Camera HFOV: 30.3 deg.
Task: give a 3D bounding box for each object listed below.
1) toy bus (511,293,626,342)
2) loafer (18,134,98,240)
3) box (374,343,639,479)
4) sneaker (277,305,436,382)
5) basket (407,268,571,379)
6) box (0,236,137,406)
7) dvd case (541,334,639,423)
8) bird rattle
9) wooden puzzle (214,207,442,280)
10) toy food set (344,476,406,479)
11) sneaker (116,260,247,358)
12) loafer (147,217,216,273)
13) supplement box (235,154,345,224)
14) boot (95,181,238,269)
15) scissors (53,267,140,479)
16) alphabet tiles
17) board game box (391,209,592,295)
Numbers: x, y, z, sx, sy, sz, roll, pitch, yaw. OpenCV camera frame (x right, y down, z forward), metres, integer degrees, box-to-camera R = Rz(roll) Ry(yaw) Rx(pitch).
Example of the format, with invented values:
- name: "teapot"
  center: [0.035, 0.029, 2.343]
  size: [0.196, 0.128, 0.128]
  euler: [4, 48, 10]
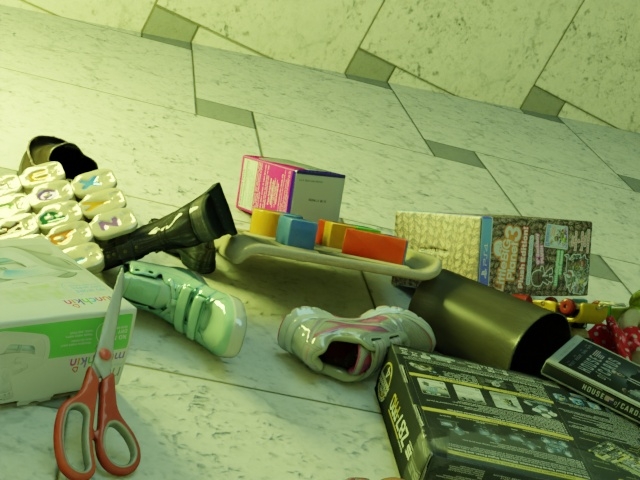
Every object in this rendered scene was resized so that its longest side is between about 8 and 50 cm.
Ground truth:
- name: "toy bus"
  center: [0.411, 0.150, 2.034]
  size: [0.191, 0.104, 0.202]
  euler: [4, -1, 4]
- name: "loafer"
  center: [-0.432, -0.113, 2.063]
  size: [0.134, 0.130, 0.366]
  euler: [6, 23, -29]
- name: "box"
  center: [0.293, 0.288, 1.658]
  size: [0.395, 0.097, 0.318]
  euler: [14, 18, -12]
- name: "sneaker"
  center: [0.066, 0.168, 1.800]
  size: [0.252, 0.103, 0.111]
  euler: [0, 27, -21]
- name: "basket"
  center: [0.266, 0.145, 1.934]
  size: [0.227, 0.154, 0.204]
  euler: [26, -1, 35]
- name: "box"
  center: [-0.416, 0.103, 1.528]
  size: [0.262, 0.126, 0.231]
  euler: [-3, 26, -46]
- name: "dvd case"
  center: [0.472, 0.226, 1.812]
  size: [0.239, 0.029, 0.179]
  euler: [27, 19, 20]
- name: "bird rattle"
  center: [0.599, 0.178, 2.165]
  size: [0.207, 0.143, 0.253]
  euler: [37, 26, 6]
- name: "wooden puzzle"
  center: [0.000, 0.000, 2.028]
  size: [0.348, 0.080, 0.322]
  euler: [5, 5, -15]
- name: "toy food set"
  center: [0.060, 0.318, 1.388]
  size: [0.128, 0.071, 0.218]
  euler: [16, 14, 12]
- name: "sneaker"
  center: [-0.215, 0.101, 1.733]
  size: [0.151, 0.094, 0.256]
  euler: [11, 11, -33]
- name: "loafer"
  center: [-0.236, -0.006, 2.042]
  size: [0.170, 0.061, 0.062]
  euler: [30, 25, 33]
- name: "supplement box"
  center: [-0.061, -0.094, 2.272]
  size: [0.111, 0.114, 0.220]
  euler: [4, 10, -31]
- name: "boot"
  center: [-0.262, -0.012, 1.897]
  size: [0.229, 0.091, 0.263]
  euler: [-19, 2, 8]
- name: "scissors"
  center: [-0.274, 0.153, 1.439]
  size: [0.109, 0.021, 0.297]
  euler: [11, 55, -31]
- name: "alphabet tiles"
  center: [-0.432, -0.023, 1.813]
  size: [0.278, 0.021, 0.284]
  euler: [-18, 43, -16]
- name: "board game box"
  center: [0.318, 0.023, 2.195]
  size: [0.291, 0.141, 0.232]
  euler: [2, 3, -37]
